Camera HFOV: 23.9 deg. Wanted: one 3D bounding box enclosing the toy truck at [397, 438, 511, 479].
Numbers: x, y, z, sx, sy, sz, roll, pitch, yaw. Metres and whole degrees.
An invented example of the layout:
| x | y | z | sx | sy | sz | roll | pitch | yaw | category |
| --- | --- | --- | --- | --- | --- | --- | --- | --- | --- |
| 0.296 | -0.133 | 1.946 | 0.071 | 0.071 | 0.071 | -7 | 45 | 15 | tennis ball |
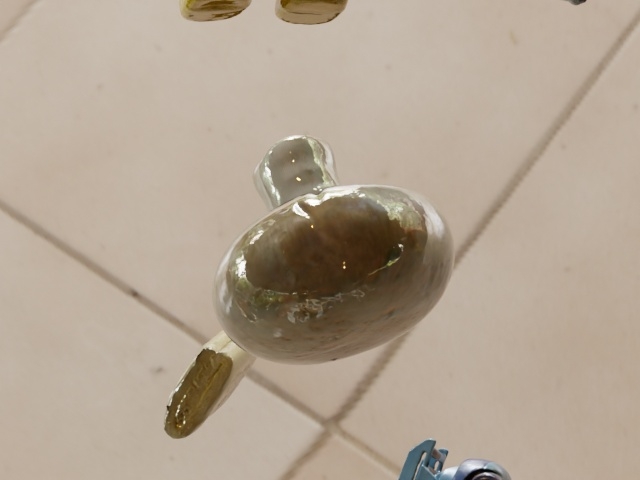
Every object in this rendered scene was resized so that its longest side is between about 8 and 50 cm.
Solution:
| x | y | z | sx | sy | sz | roll | pitch | yaw | category |
| --- | --- | --- | --- | --- | --- | --- | --- | --- | --- |
| 0.071 | 0.195 | 0.929 | 0.074 | 0.063 | 0.136 | 15 | 75 | 25 | toy truck |

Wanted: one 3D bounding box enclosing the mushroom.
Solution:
| x | y | z | sx | sy | sz | roll | pitch | yaw | category |
| --- | --- | --- | --- | --- | --- | --- | --- | --- | --- |
| 0.000 | 0.000 | 1.485 | 0.243 | 0.243 | 0.243 | -4 | 65 | 9 | mushroom |

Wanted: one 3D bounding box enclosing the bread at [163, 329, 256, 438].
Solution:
| x | y | z | sx | sy | sz | roll | pitch | yaw | category |
| --- | --- | --- | --- | --- | --- | --- | --- | --- | --- |
| -0.140 | 0.176 | 1.956 | 0.060 | 0.178 | 0.139 | 35 | 101 | 4 | bread |

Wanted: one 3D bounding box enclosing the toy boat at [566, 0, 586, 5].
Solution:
| x | y | z | sx | sy | sz | roll | pitch | yaw | category |
| --- | --- | --- | --- | --- | --- | --- | --- | --- | --- |
| 0.220 | -0.335 | 1.382 | 0.115 | 0.114 | 0.262 | 5 | 72 | 6 | toy boat |

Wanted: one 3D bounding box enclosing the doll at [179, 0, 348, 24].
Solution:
| x | y | z | sx | sy | sz | roll | pitch | yaw | category |
| --- | --- | --- | --- | --- | --- | --- | --- | --- | --- |
| -0.022 | -0.262 | 0.707 | 0.145 | 0.103 | 0.316 | 0 | 93 | 10 | doll |
